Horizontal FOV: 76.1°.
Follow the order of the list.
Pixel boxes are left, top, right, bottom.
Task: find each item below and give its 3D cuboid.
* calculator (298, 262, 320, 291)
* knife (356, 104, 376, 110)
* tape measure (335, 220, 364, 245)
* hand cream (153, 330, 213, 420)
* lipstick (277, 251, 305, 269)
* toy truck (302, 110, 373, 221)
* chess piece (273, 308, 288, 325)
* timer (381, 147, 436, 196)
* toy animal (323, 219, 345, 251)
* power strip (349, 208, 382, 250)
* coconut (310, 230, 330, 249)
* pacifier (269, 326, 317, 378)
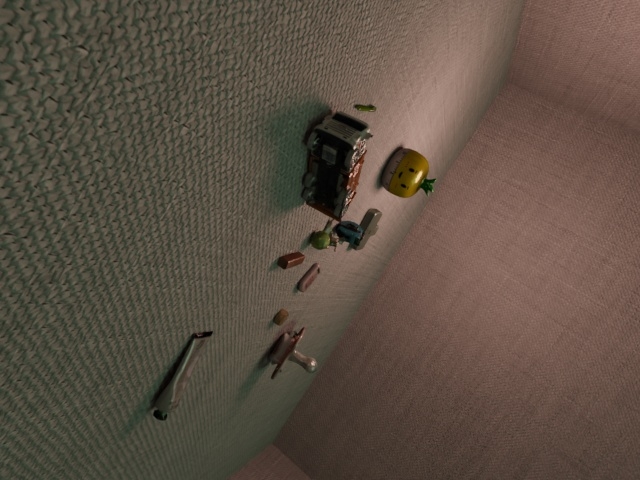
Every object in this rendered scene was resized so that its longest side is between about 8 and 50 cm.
[{"bbox_3d":[-0.053,0.187,2.073,0.175,0.032,0.100,-49,159,-21],"label":"calculator"},{"bbox_3d":[0.180,-0.502,1.558,0.026,0.022,0.184,-33,176,33],"label":"knife"},{"bbox_3d":[0.147,-0.041,2.042,0.125,0.146,0.080,-59,170,-54],"label":"tape measure"},{"bbox_3d":[-0.492,0.476,1.458,0.335,0.076,0.121,-62,166,-3],"label":"hand cream"},{"bbox_3d":[-0.121,0.084,1.729,0.145,0.045,0.045,-16,137,-62],"label":"lipstick"},{"bbox_3d":[0.065,-0.264,1.447,0.207,0.173,0.387,-52,164,-32],"label":"toy truck"},{"bbox_3d":[-0.195,0.383,2.037,0.083,0.038,0.083,-47,156,-28],"label":"chess piece"},{"bbox_3d":[0.496,-0.338,2.196,0.285,0.285,0.285,-47,159,-25],"label":"timer"},{"bbox_3d":[0.042,0.007,1.927,0.155,0.095,0.219,-44,156,-43],"label":"toy animal"},{"bbox_3d":[0.282,-0.066,2.429,0.194,0.059,0.264,-6,128,-60],"label":"power strip"},{"bbox_3d":[0.000,0.000,1.833,0.087,0.088,0.096,-56,166,-2],"label":"coconut"},{"bbox_3d":[-0.158,0.634,2.267,0.332,0.273,0.220,-57,144,-1],"label":"pacifier"}]
